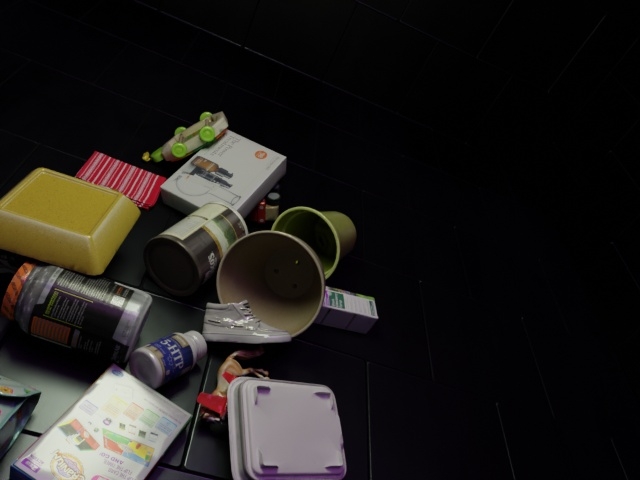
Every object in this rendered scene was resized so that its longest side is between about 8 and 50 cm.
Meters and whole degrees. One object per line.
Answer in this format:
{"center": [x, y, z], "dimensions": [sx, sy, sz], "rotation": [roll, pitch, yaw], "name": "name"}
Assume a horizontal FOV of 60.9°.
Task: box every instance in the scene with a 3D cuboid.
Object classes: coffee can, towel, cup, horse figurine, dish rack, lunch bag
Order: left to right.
{"center": [-0.735, 0.358, 1.111], "dimensions": [0.224, 0.160, 0.262], "rotation": [22, 26, -5], "name": "lunch bag"}
{"center": [-0.695, -0.214, 1.911], "dimensions": [0.275, 0.031, 0.198], "rotation": [21, 37, -11], "name": "towel"}
{"center": [-0.382, 0.019, 1.701], "dimensions": [0.202, 0.201, 0.275], "rotation": [35, 37, 6], "name": "coffee can"}
{"center": [-0.226, 0.395, 1.477], "dimensions": [0.175, 0.066, 0.263], "rotation": [21, 43, -14], "name": "horse figurine"}
{"center": [-0.126, 0.120, 1.702], "dimensions": [0.331, 0.331, 0.237], "rotation": [34, 13, 6], "name": "cup"}
{"center": [-0.071, 0.486, 1.397], "dimensions": [0.333, 0.072, 0.285], "rotation": [17, 47, -34], "name": "dish rack"}

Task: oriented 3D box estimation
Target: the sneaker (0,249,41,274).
{"center": [-0.833, 0.048, 1.470], "dimensions": [0.178, 0.077, 0.072], "rotation": [20, 36, -11], "name": "sneaker"}

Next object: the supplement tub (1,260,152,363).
{"center": [-0.607, 0.175, 1.375], "dimensions": [0.316, 0.193, 0.193], "rotation": [23, 37, -11], "name": "supplement tub"}

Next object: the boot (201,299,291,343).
{"center": [-0.211, 0.233, 1.568], "dimensions": [0.259, 0.095, 0.123], "rotation": [3, 80, -2], "name": "boot"}

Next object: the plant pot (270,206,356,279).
{"center": [0.000, 0.000, 1.961], "dimensions": [0.276, 0.276, 0.254], "rotation": [42, 26, 15], "name": "plant pot"}

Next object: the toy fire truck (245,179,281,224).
{"center": [-0.274, -0.176, 2.075], "dimensions": [0.247, 0.158, 0.217], "rotation": [0, 36, -5], "name": "toy fire truck"}

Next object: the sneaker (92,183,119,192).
{"center": [-0.662, -0.078, 1.707], "dimensions": [0.123, 0.105, 0.290], "rotation": [2, 43, -28], "name": "sneaker"}

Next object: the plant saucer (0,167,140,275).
{"center": [-0.682, -0.076, 1.439], "dimensions": [0.333, 0.080, 0.332], "rotation": [18, 32, -8], "name": "plant saucer"}

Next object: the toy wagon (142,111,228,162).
{"center": [-0.510, -0.379, 2.060], "dimensions": [0.068, 0.345, 0.267], "rotation": [59, 3, -27], "name": "toy wagon"}

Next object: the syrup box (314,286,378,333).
{"center": [0.065, 0.232, 1.840], "dimensions": [0.237, 0.096, 0.093], "rotation": [16, 39, -19], "name": "syrup box"}

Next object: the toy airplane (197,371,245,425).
{"center": [-0.234, 0.403, 1.395], "dimensions": [0.151, 0.028, 0.151], "rotation": [21, 46, -24], "name": "toy airplane"}

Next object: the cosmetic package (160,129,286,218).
{"center": [-0.341, -0.220, 1.965], "dimensions": [0.285, 0.097, 0.377], "rotation": [28, 55, 13], "name": "cosmetic package"}

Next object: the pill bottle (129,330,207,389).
{"center": [-0.393, 0.305, 1.427], "dimensions": [0.112, 0.112, 0.187], "rotation": [42, 29, 16], "name": "pill bottle"}

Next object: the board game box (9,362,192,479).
{"center": [-0.481, 0.461, 1.232], "dimensions": [0.242, 0.064, 0.316], "rotation": [33, 37, 4], "name": "board game box"}
